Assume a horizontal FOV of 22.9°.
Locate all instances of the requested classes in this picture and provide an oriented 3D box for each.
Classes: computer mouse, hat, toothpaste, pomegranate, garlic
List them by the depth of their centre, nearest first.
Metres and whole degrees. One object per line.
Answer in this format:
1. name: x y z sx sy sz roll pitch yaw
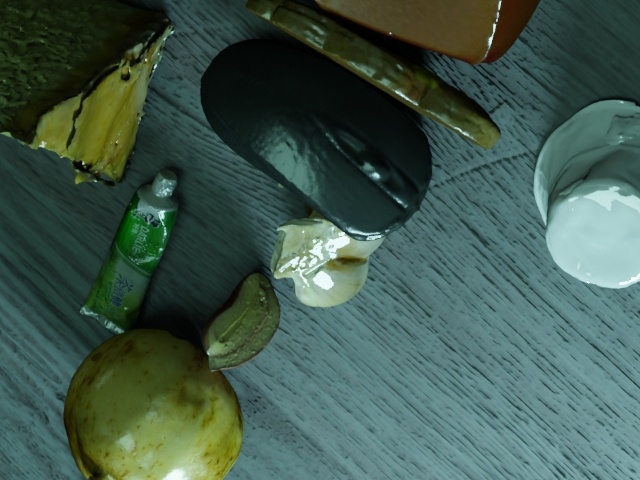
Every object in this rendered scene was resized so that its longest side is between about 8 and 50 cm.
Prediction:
1. hat: 0.294 -0.029 1.578 0.203 0.126 0.203 11 124 17
2. computer mouse: -0.005 -0.114 1.631 0.270 0.086 0.137 35 83 2
3. garlic: 0.009 -0.004 1.726 0.124 0.099 0.174 7 127 -7
4. toothpaste: -0.216 0.016 1.845 0.078 0.047 0.248 31 126 5
5. pomegranate: -0.203 0.217 1.846 0.215 0.215 0.215 9 120 16

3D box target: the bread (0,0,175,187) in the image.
1. bread: -0.319 -0.123 1.660 0.248 0.315 0.279 25 133 8

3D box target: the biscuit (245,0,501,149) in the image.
1. biscuit: 0.052 -0.176 1.555 0.290 0.208 0.041 32 94 13

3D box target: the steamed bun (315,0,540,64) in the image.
1. steamed bun: 0.121 -0.351 1.386 0.235 0.248 0.379 22 147 14

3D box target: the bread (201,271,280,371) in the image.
1. bread: -0.088 0.096 1.797 0.067 0.192 0.119 39 91 -3
